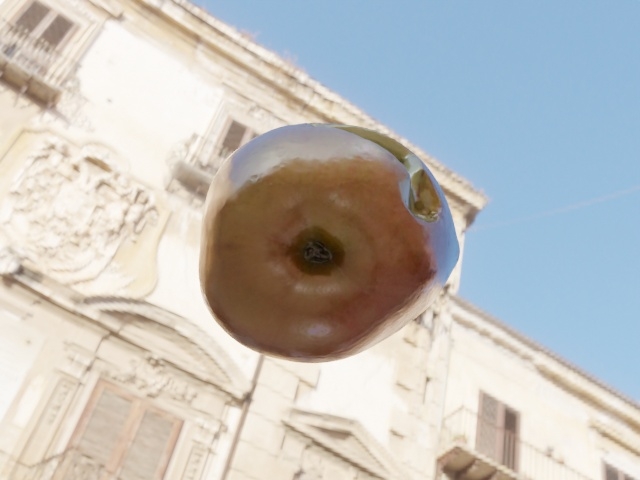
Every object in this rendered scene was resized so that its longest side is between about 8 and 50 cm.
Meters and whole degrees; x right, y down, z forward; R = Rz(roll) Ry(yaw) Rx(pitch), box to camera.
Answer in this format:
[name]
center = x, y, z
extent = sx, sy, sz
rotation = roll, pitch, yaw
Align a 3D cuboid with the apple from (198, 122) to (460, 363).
[apple]
center = 0.000, 0.000, 0.636
extent = 0.199, 0.199, 0.199
rotation = 7, -48, 8
